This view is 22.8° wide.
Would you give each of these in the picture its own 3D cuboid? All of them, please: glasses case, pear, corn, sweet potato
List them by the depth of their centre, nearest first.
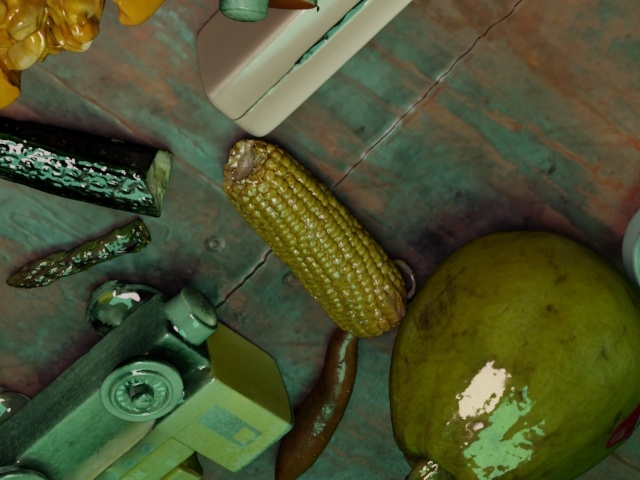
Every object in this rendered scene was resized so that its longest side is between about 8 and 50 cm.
[{"bbox_3d":[0.022,-0.253,1.508,0.336,0.144,0.076,-41,122,19],"label":"glasses case"},{"bbox_3d":[0.000,0.000,1.714,0.106,0.106,0.293,-33,126,13],"label":"corn"},{"bbox_3d":[0.204,0.149,1.726,0.375,0.287,0.287,-43,133,-29],"label":"pear"},{"bbox_3d":[0.002,0.201,1.890,0.057,0.057,0.264,16,117,-22],"label":"sweet potato"}]

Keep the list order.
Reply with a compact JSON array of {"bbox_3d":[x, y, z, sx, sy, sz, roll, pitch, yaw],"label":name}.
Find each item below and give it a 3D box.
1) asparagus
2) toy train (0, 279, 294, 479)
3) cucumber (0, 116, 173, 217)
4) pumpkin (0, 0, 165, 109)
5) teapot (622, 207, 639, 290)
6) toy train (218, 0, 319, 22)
[{"bbox_3d":[-0.264,0.019,1.717,0.165,0.030,0.036,-20,151,1],"label":"asparagus"},{"bbox_3d":[-0.229,0.219,1.798,0.397,0.160,0.253,-40,129,16],"label":"toy train"},{"bbox_3d":[-0.267,-0.081,1.617,0.241,0.074,0.074,12,122,-18],"label":"cucumber"},{"bbox_3d":[-0.264,-0.274,1.367,0.303,0.256,0.225,-25,127,17],"label":"pumpkin"},{"bbox_3d":[0.438,0.005,1.791,0.159,0.159,0.232,18,131,-22],"label":"teapot"},{"bbox_3d":[-0.042,-0.328,1.378,0.116,0.177,0.285,4,91,18],"label":"toy train"}]
